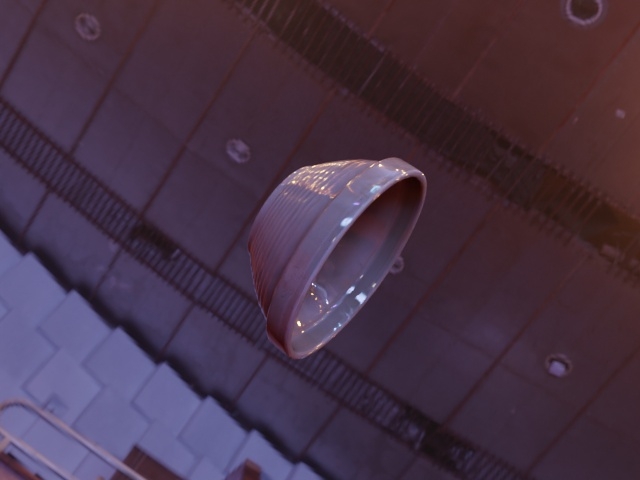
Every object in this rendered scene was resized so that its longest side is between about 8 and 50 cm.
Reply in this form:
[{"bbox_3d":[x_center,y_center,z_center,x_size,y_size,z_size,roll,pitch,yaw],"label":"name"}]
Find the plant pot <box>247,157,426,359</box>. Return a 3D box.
[{"bbox_3d":[0.000,0.000,0.998,0.109,0.237,0.237,35,-42,18],"label":"plant pot"}]
